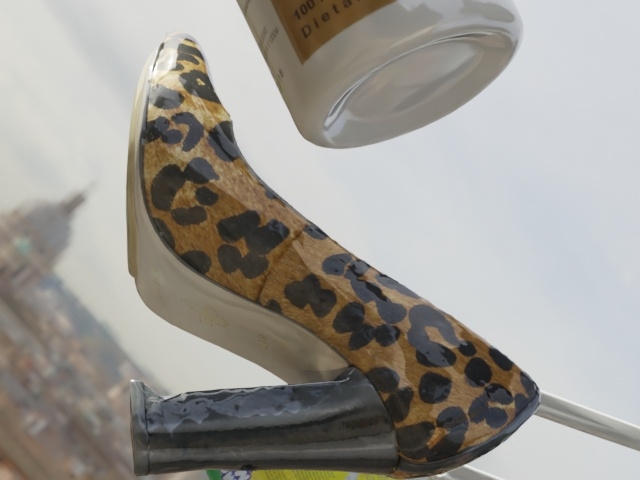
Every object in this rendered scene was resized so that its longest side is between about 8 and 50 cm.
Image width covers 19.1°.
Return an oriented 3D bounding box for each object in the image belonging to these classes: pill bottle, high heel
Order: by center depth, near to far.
[{"bbox_3d":[0.000,0.000,0.918,0.093,0.186,0.261,97,-10,-54],"label":"high heel"},{"bbox_3d":[0.004,-0.176,1.017,0.131,0.131,0.229,70,-6,-72],"label":"pill bottle"}]

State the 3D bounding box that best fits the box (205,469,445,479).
[{"bbox_3d":[-0.004,0.146,1.266,0.043,0.179,0.105,-26,-92,48],"label":"box"}]

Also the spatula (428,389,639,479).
[{"bbox_3d":[0.154,0.161,1.091,0.242,0.168,0.019,18,-22,37],"label":"spatula"}]
